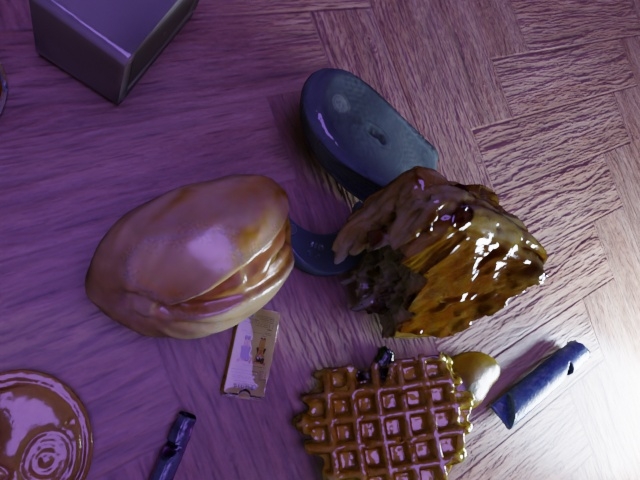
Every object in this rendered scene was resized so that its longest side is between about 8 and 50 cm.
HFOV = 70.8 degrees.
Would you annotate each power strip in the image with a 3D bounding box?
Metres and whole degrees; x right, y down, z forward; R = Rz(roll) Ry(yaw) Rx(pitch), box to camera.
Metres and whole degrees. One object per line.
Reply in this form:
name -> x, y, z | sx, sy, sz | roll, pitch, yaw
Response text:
power strip -> 0.000, 0.000, 0.831 | 0.216, 0.044, 0.137 | -10, 85, -29

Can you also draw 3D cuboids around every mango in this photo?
mango -> 0.302, 0.279, 0.913 | 0.161, 0.076, 0.103 | -16, 83, -32

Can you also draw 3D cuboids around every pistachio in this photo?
pistachio -> -0.172, 0.018, 0.652 | 0.309, 0.230, 0.229 | -32, 95, -32

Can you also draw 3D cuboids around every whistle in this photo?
whistle -> 0.496, 0.317, 1.012 | 0.304, 0.062, 0.062 | -24, 91, -28
whistle -> -0.228, 0.339, 0.653 | 0.033, 0.033, 0.176 | 27, 68, -20

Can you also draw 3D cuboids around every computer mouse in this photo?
computer mouse -> 0.096, -0.171, 0.871 | 0.371, 0.122, 0.188 | 32, 63, -25

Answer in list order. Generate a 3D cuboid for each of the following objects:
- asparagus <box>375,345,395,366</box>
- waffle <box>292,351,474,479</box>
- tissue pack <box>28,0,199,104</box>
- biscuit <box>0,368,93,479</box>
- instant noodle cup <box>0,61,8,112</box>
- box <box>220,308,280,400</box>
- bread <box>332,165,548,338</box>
asparagus -> 0.092, 0.271, 0.832 | 0.165, 0.030, 0.036 | -55, 130, -26
waffle -> 0.108, 0.295, 0.755 | 0.283, 0.065, 0.309 | 36, 69, 14
tissue pack -> -0.295, -0.360, 0.688 | 0.136, 0.159, 0.246 | 35, 66, -18
biscuit -> -0.414, 0.309, 0.561 | 0.202, 0.044, 0.288 | 29, 66, -19
instant noodle cup -> -0.515, -0.235, 0.541 | 0.216, 0.172, 0.215 | 6, 76, -27
box -> -0.115, 0.185, 0.749 | 0.073, 0.020, 0.149 | 18, 72, -24
bread -> 0.175, 0.022, 0.767 | 0.370, 0.314, 0.191 | 15, 45, -36
